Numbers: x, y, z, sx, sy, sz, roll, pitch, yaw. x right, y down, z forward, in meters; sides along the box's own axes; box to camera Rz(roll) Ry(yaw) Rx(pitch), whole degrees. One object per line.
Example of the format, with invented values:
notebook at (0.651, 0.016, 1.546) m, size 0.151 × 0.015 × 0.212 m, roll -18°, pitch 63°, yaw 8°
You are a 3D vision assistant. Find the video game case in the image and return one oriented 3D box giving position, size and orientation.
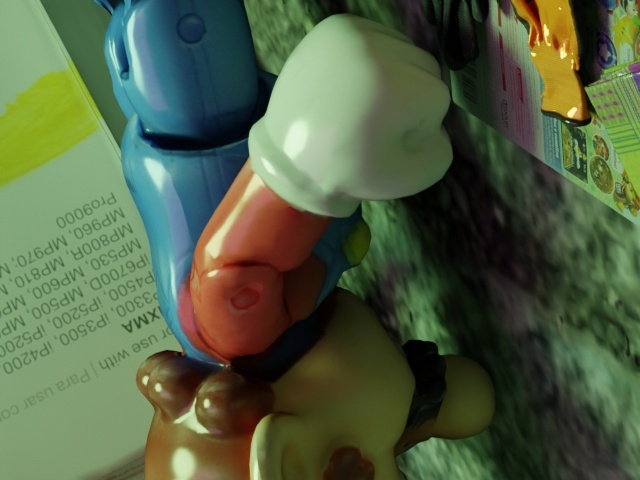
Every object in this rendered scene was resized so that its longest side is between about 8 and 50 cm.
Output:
video game case at (0.071, -0.055, 0.487) m, size 0.122 × 0.011 × 0.087 m, roll 42°, pitch 148°, yaw 49°

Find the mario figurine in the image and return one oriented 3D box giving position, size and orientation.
mario figurine at (0.000, 0.000, 0.624) m, size 0.170 × 0.198 × 0.320 m, roll -9°, pitch 97°, yaw 24°

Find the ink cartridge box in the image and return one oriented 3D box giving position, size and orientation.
ink cartridge box at (-0.187, -0.014, 0.903) m, size 0.384 × 0.160 × 0.279 m, roll 60°, pitch 169°, yaw 14°

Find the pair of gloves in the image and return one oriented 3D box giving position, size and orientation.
pair of gloves at (0.048, -0.074, 0.489) m, size 0.083 × 0.010 × 0.074 m, roll 38°, pitch 145°, yaw 54°

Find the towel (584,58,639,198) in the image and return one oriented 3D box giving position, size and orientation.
towel at (0.103, -0.023, 0.420) m, size 0.083 × 0.009 × 0.060 m, roll -17°, pitch 103°, yaw 61°

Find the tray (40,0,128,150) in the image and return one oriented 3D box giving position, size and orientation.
tray at (-0.104, -0.128, 0.817) m, size 0.270 × 0.030 × 0.145 m, roll 59°, pitch 159°, yaw 19°
